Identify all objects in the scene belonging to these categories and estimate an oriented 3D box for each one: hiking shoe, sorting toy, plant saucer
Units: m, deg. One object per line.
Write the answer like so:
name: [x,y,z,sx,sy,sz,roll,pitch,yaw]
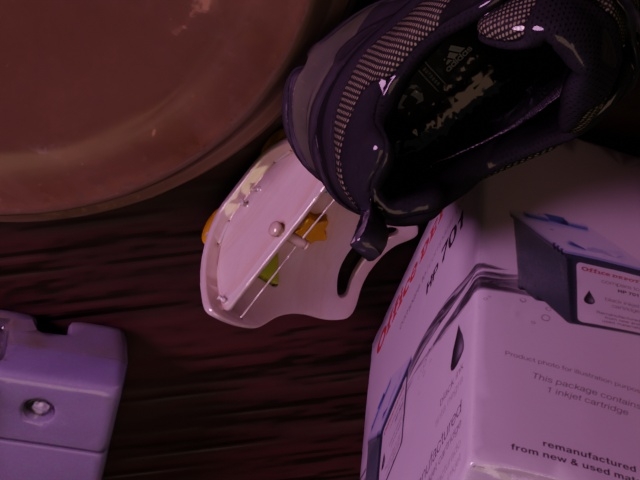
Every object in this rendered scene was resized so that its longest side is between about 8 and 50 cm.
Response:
hiking shoe: [0.088,-0.083,0.507,0.086,0.114,0.227,37,102,-26]
sorting toy: [0.000,0.000,0.617,0.075,0.045,0.083,28,107,-37]
plant saucer: [-0.115,-0.115,0.528,0.278,0.041,0.278,-2,126,-3]

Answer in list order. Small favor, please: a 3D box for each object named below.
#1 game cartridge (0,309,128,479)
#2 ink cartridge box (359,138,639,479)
game cartridge: [-0.277,0.112,0.663,0.355,0.068,0.230,9,119,-11]
ink cartridge box: [0.069,0.066,0.565,0.082,0.190,0.139,16,128,-7]
